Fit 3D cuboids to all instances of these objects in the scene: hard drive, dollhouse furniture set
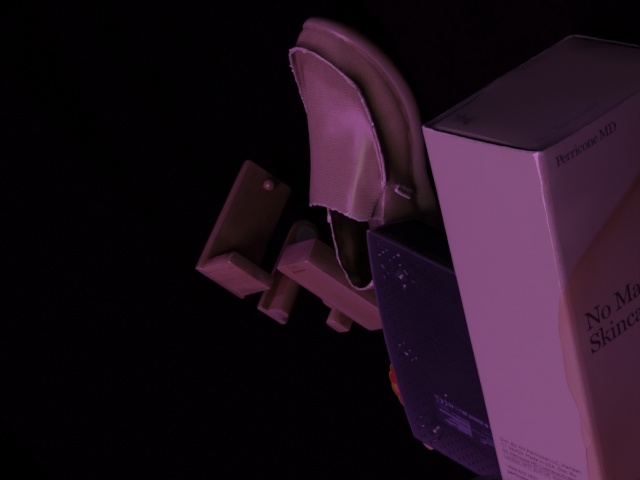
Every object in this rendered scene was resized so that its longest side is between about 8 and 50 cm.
[{"bbox_3d":[0.129,0.102,1.484,0.172,0.054,0.254,27,144,39],"label":"hard drive"},{"bbox_3d":[0.000,0.000,1.623,0.144,0.123,0.151,34,154,-24],"label":"dollhouse furniture set"}]

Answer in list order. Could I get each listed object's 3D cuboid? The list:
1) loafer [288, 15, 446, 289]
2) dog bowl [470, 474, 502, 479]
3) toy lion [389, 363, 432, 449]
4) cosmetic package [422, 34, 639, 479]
[{"bbox_3d":[0.034,-0.063,1.473,0.102,0.092,0.268,17,139,48],"label":"loafer"},{"bbox_3d":[0.226,0.268,1.322,0.265,0.104,0.265,16,-178,0],"label":"dog bowl"},{"bbox_3d":[0.106,0.153,1.711,0.096,0.034,0.100,59,155,3],"label":"toy lion"},{"bbox_3d":[0.190,0.032,1.221,0.113,0.160,0.309,19,134,47],"label":"cosmetic package"}]
